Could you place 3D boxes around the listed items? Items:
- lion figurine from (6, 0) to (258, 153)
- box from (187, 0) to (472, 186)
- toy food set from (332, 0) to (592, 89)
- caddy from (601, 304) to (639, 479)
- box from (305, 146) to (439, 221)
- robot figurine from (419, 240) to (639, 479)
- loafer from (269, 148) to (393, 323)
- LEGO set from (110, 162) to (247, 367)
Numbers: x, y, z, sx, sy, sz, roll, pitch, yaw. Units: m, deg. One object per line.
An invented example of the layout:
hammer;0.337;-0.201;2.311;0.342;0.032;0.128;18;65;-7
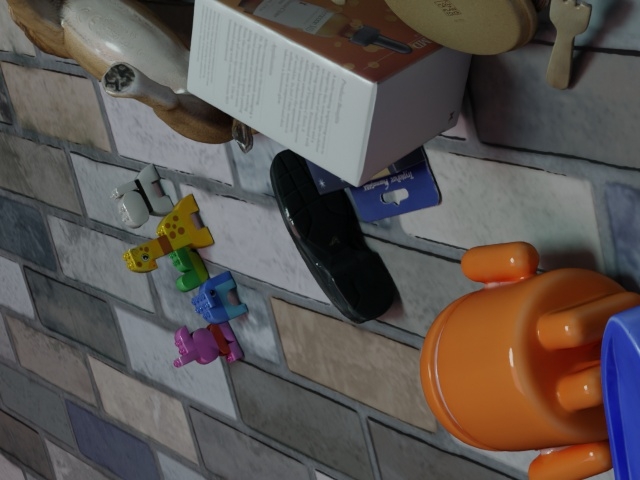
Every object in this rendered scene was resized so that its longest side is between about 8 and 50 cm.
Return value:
lion figurine;-0.164;-0.176;1.559;0.392;0.142;0.240;46;179;20
box;0.007;-0.136;1.268;0.170;0.130;0.091;30;131;26
toy food set;0.095;-0.176;1.162;0.192;0.038;0.132;23;159;11
caddy;0.295;0.165;1.013;0.241;0.179;0.341;-118;15;-66
box;0.015;-0.120;1.413;0.136;0.036;0.225;-14;100;62
robot figurine;0.155;0.091;1.238;0.158;0.128;0.219;38;157;-16
loafer;0.000;0.000;1.507;0.170;0.062;0.061;64;157;6
LEGO set;-0.157;0.031;1.762;0.227;0.093;0.087;64;152;3
